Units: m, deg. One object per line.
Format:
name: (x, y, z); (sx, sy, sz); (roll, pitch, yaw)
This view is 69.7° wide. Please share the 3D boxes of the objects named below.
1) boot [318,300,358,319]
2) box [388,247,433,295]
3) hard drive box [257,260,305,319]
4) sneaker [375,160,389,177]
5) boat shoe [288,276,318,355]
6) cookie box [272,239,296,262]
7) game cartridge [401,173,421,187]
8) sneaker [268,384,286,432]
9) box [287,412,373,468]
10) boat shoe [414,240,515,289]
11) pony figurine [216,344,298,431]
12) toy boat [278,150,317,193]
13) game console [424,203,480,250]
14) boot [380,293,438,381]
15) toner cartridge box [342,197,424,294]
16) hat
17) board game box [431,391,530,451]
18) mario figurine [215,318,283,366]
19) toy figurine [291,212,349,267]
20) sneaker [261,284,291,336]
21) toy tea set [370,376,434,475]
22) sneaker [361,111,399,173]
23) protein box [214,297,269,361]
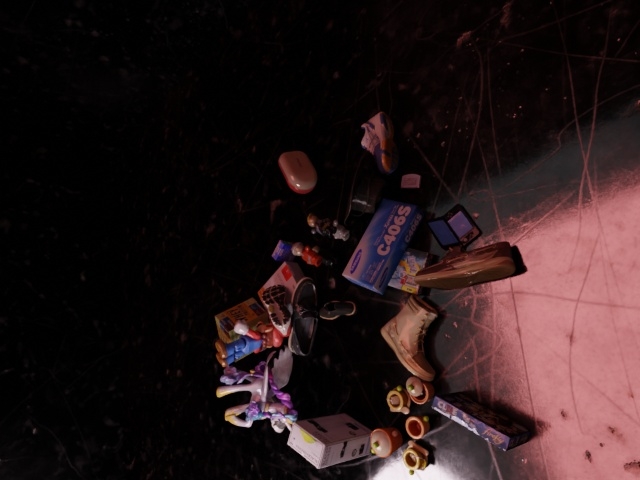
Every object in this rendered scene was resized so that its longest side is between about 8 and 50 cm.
boot: (0.036, 0.279, 1.897); (0.198, 0.137, 0.076); (-22, 67, 39)
box: (0.302, 0.101, 1.750); (0.233, 0.044, 0.159); (16, 91, 44)
hard drive box: (-0.166, 0.239, 2.129); (0.232, 0.089, 0.181); (-49, 53, 24)
sneaker: (0.252, -0.292, 1.889); (0.098, 0.038, 0.069); (36, 105, 42)
boat shoe: (-0.063, 0.332, 1.967); (0.113, 0.127, 0.339); (20, 97, 64)
cookie box: (-0.161, 0.052, 2.152); (0.040, 0.107, 0.091); (42, 109, 40)
game cartridge: (0.355, -0.232, 1.796); (0.083, 0.017, 0.055); (7, 89, 44)
sneaker: (-0.195, 0.728, 2.061); (0.106, 0.078, 0.234); (-43, 58, 23)
box: (0.044, 0.725, 1.684); (0.169, 0.290, 0.087); (18, 93, 45)
boat shoe: (0.476, 0.079, 1.554); (0.342, 0.123, 0.123); (-20, 55, 39)
pony figurine: (-0.250, 0.632, 1.958); (0.364, 0.303, 0.350); (-2, 84, 18)
toy boat: (-0.113, -0.307, 2.189); (0.151, 0.151, 0.231); (108, 144, -49)
game console: (0.460, -0.048, 1.608); (0.124, 0.085, 0.143); (-44, 54, 28)
boot: (0.352, 0.339, 1.622); (0.203, 0.095, 0.262); (-54, 47, 18)
toner cartridge box: (0.237, 0.016, 1.740); (0.165, 0.075, 0.347); (19, 76, 46)
hat: (0.189, -0.196, 1.817); (0.134, 0.331, 0.330); (13, 90, 5)
board game box: (0.486, 0.542, 1.398); (0.243, 0.165, 0.042); (20, 95, 43)
mario figurine: (-0.307, 0.422, 2.013); (0.198, 0.321, 0.169); (-33, 76, 60)
toy figurine: (0.000, 0.000, 1.940); (0.148, 0.213, 0.209); (30, 102, 29)
sneaker: (-0.184, 0.304, 1.988); (0.279, 0.108, 0.118); (-110, 7, -52)
toy tea set: (0.278, 0.626, 1.588); (0.200, 0.124, 0.335); (10, 92, 45)
sneaker: (0.234, -0.378, 1.870); (0.131, 0.112, 0.296); (-22, 52, 32)
protein box: (-0.357, 0.413, 2.140); (0.136, 0.201, 0.199); (34, 138, 42)
